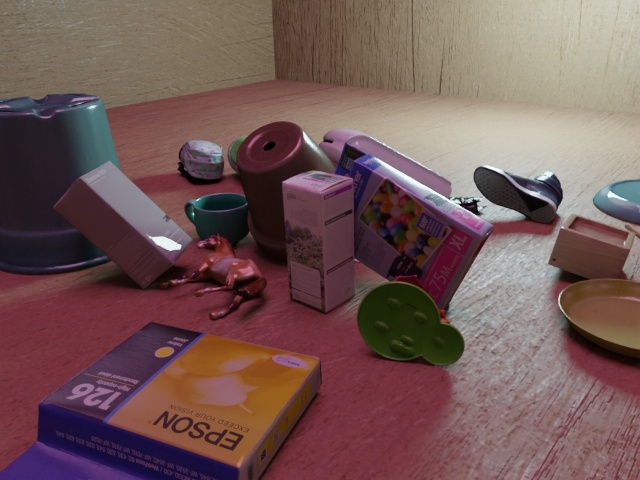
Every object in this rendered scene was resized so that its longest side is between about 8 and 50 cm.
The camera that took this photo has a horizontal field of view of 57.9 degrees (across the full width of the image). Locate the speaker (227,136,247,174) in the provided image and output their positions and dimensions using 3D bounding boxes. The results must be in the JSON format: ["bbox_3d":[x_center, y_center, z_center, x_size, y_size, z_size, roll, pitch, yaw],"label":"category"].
[{"bbox_3d":[-0.178,-0.232,1.750,0.131,0.131,0.296,-14,26,-27],"label":"speaker"}]

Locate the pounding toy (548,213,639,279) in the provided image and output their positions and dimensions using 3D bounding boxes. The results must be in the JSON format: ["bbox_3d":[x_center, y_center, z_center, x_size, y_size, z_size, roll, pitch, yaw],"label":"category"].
[{"bbox_3d":[0.587,0.027,1.158,0.206,0.094,0.181,22,26,25],"label":"pounding toy"}]

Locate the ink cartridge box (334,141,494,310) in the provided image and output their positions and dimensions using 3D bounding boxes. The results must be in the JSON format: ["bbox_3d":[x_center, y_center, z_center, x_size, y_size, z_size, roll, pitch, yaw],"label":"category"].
[{"bbox_3d":[0.130,-0.026,1.050,0.311,0.185,0.065,35,38,21],"label":"ink cartridge box"}]

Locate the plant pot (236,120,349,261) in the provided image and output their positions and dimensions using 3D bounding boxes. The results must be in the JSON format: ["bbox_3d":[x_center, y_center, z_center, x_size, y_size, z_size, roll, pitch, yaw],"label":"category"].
[{"bbox_3d":[-0.063,-0.123,1.232,0.263,0.229,0.263,-12,48,14],"label":"plant pot"}]

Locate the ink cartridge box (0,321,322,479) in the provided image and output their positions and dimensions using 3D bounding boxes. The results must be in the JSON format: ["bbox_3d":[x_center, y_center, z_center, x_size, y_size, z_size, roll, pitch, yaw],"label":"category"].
[{"bbox_3d":[-0.197,0.226,0.753,0.304,0.072,0.307,9,23,21],"label":"ink cartridge box"}]

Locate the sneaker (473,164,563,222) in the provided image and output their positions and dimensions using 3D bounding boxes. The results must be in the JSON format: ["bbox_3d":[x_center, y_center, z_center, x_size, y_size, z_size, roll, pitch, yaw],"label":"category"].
[{"bbox_3d":[0.518,-0.143,1.499,0.226,0.086,0.163,34,42,16],"label":"sneaker"}]

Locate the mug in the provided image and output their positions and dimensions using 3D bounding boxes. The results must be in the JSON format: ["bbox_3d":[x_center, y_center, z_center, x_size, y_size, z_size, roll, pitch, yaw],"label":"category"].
[{"bbox_3d":[-0.234,-0.049,1.358,0.130,0.097,0.158,-14,26,-27],"label":"mug"}]

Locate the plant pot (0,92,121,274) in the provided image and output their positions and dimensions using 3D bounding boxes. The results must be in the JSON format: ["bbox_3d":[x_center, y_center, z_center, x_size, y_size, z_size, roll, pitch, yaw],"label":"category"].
[{"bbox_3d":[-0.597,-0.145,1.305,0.341,0.334,0.341,-2,23,1],"label":"plant pot"}]

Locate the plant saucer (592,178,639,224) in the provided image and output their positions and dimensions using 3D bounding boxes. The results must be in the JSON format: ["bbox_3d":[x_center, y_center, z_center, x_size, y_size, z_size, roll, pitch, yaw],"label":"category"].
[{"bbox_3d":[0.883,-0.104,1.502,0.318,0.043,0.317,-1,22,1],"label":"plant saucer"}]

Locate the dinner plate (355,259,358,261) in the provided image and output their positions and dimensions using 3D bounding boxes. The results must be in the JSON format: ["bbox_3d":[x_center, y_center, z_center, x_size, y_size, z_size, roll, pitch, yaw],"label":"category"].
[{"bbox_3d":[0.114,0.015,1.295,0.141,0.017,0.141,-1,22,1],"label":"dinner plate"}]

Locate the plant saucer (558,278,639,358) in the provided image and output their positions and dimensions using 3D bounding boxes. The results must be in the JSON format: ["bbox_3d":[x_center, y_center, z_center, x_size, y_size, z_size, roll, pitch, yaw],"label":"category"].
[{"bbox_3d":[0.524,0.133,0.968,0.241,0.037,0.241,-1,24,0],"label":"plant saucer"}]

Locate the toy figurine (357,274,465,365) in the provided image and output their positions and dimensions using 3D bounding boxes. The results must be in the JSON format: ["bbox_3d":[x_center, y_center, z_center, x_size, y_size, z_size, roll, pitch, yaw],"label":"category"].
[{"bbox_3d":[0.159,0.117,0.959,0.173,0.130,0.159,26,19,8],"label":"toy figurine"}]

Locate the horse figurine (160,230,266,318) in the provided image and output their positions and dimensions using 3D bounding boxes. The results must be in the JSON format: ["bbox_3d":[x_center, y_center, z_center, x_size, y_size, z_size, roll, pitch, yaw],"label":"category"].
[{"bbox_3d":[-0.189,0.069,1.123,0.263,0.066,0.174,18,36,42],"label":"horse figurine"}]

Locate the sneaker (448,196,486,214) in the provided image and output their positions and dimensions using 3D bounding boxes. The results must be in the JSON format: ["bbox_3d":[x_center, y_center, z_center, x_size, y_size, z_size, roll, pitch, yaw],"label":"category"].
[{"bbox_3d":[0.353,-0.083,1.465,0.089,0.051,0.170,10,21,33],"label":"sneaker"}]

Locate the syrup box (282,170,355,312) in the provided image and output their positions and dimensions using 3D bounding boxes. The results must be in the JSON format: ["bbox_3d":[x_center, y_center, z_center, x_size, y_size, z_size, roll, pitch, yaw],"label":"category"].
[{"bbox_3d":[0.000,0.000,1.053,0.093,0.236,0.096,17,29,38],"label":"syrup box"}]

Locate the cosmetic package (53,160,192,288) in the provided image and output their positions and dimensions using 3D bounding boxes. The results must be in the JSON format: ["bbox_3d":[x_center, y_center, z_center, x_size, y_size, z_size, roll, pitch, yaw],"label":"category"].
[{"bbox_3d":[-0.390,-0.033,1.158,0.107,0.238,0.127,-37,15,21],"label":"cosmetic package"}]

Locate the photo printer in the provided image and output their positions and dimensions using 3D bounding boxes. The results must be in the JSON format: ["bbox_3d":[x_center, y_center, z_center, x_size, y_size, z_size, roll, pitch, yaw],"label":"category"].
[{"bbox_3d":[0.143,-0.180,1.437,0.308,0.107,0.256,25,5,-15],"label":"photo printer"}]

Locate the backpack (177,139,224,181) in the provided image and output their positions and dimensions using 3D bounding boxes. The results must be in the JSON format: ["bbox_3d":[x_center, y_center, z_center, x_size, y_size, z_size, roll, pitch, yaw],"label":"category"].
[{"bbox_3d":[-0.371,-0.253,1.824,0.152,0.115,0.182,-6,26,-17],"label":"backpack"}]
